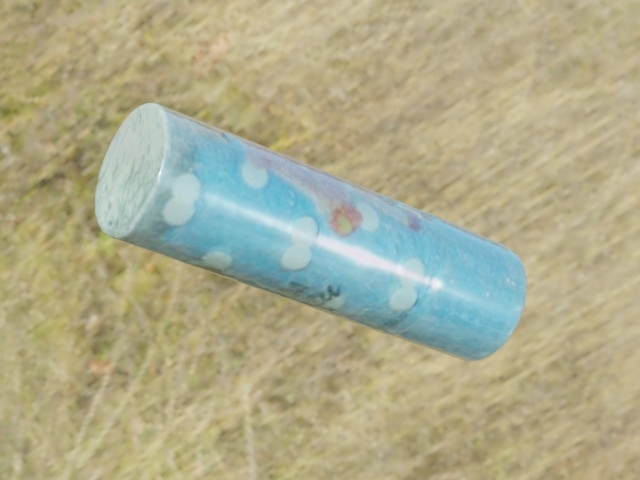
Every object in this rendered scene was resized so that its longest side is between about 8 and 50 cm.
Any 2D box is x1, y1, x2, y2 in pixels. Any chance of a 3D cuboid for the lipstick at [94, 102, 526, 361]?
[{"bbox_3d":[0.000,0.000,0.519,0.158,0.048,0.048,21,42,-32],"label":"lipstick"}]
